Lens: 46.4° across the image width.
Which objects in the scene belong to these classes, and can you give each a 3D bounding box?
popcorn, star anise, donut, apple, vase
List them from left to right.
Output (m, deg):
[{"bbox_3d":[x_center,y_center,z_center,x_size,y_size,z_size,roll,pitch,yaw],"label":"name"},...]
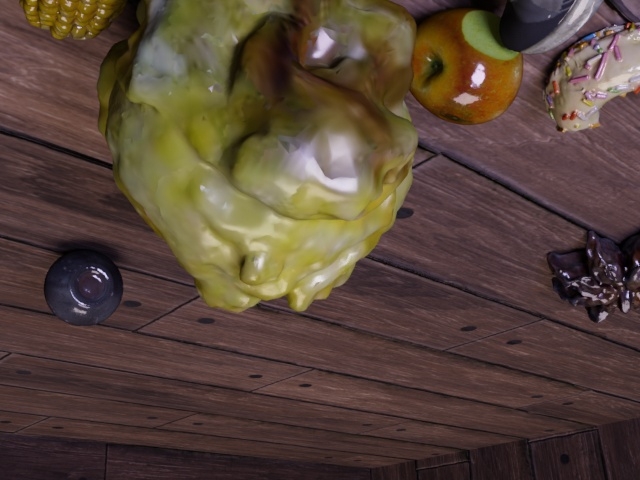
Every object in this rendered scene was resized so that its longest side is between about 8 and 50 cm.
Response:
[{"bbox_3d":[-0.392,0.080,1.206,0.120,0.120,0.183,13,165,-29],"label":"vase"},{"bbox_3d":[-0.042,-0.094,0.669,0.312,0.312,0.312,-2,155,-1],"label":"popcorn"},{"bbox_3d":[0.131,-0.162,0.709,0.101,0.114,0.099,-3,157,-28],"label":"apple"},{"bbox_3d":[0.504,0.066,1.246,0.223,0.109,0.236,-14,151,14],"label":"star anise"},{"bbox_3d":[0.314,-0.168,0.770,0.165,0.065,0.108,-10,153,17],"label":"donut"}]

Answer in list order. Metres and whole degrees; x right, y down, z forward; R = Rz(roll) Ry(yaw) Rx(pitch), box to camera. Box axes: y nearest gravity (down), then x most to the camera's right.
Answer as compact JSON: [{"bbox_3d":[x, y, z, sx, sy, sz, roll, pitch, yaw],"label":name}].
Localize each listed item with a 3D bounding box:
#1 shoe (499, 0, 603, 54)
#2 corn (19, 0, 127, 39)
[{"bbox_3d":[0.185,-0.244,0.578,0.112,0.099,0.227,14,147,-17],"label":"shoe"},{"bbox_3d":[-0.152,-0.253,0.531,0.096,0.097,0.320,13,149,-29],"label":"corn"}]
